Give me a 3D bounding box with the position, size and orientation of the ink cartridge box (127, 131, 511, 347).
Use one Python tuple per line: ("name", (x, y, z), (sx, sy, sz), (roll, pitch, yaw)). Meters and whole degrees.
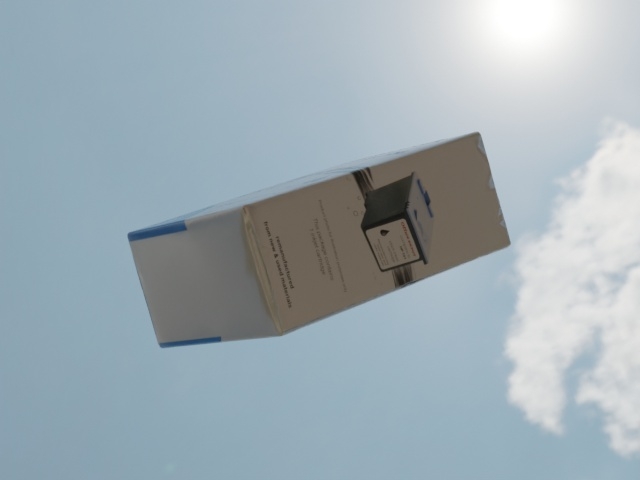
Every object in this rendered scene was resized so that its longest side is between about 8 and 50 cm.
("ink cartridge box", (0.000, 0.000, 0.906), (0.190, 0.139, 0.082), (-21, -84, -37))
